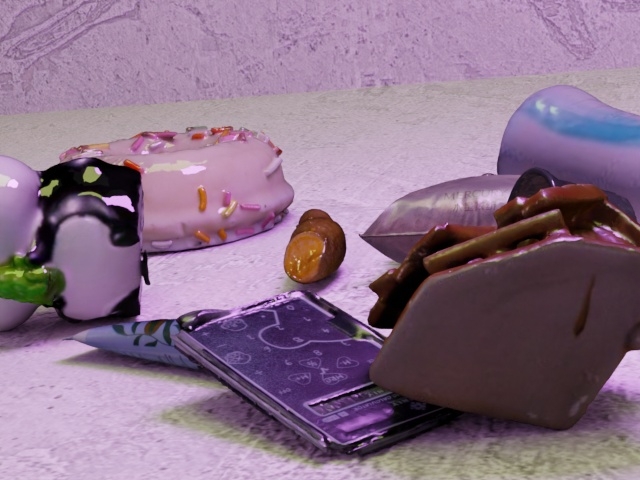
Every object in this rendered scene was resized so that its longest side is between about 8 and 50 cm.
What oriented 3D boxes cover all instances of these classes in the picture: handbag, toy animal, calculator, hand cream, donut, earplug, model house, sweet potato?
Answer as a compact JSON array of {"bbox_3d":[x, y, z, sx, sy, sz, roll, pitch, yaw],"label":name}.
[{"bbox_3d":[0.197,-0.022,1.812,0.271,0.117,0.182,-3,4,18],"label":"handbag"},{"bbox_3d":[-0.328,0.003,1.741,0.267,0.212,0.212,-4,11,-11],"label":"toy animal"},{"bbox_3d":[-0.003,0.113,1.347,0.166,0.028,0.274,-14,28,-35],"label":"calculator"},{"bbox_3d":[-0.148,0.103,1.540,0.271,0.058,0.091,0,3,44],"label":"hand cream"},{"bbox_3d":[-0.223,-0.083,2.233,0.383,0.142,0.382,-5,12,1],"label":"donut"},{"bbox_3d":[0.390,-0.076,1.883,0.185,0.185,0.324,-13,21,-28],"label":"earplug"},{"bbox_3d":[0.167,0.039,1.299,0.220,0.199,0.229,22,17,-8],"label":"model house"},{"bbox_3d":[0.000,0.000,1.871,0.077,0.077,0.243,-5,13,8],"label":"sweet potato"}]

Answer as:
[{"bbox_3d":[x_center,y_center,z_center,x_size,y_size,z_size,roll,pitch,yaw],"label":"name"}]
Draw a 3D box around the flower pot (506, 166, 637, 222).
[{"bbox_3d":[0.265,0.005,1.587,0.107,0.157,0.157,3,9,-18],"label":"flower pot"}]
